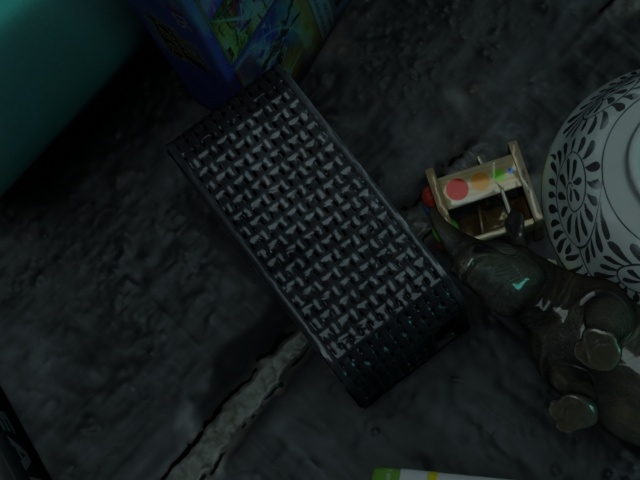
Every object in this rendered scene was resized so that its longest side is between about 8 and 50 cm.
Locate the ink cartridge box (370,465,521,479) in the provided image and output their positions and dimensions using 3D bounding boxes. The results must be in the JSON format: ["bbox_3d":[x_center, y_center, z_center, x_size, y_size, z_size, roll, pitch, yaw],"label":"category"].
[{"bbox_3d":[0.143,0.231,0.767,0.255,0.097,0.189,3,55,12],"label":"ink cartridge box"}]

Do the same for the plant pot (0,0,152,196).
[{"bbox_3d":[-0.199,-0.207,0.866,0.293,0.293,0.235,43,71,14],"label":"plant pot"}]

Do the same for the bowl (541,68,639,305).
[{"bbox_3d":[0.216,-0.038,0.866,0.170,0.080,0.170,-2,76,7],"label":"bowl"}]

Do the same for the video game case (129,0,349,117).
[{"bbox_3d":[-0.015,-0.209,0.838,0.061,0.269,0.244,29,82,13],"label":"video game case"}]

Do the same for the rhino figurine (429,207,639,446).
[{"bbox_3d":[0.155,0.061,0.824,0.243,0.106,0.073,38,113,0],"label":"rhino figurine"}]

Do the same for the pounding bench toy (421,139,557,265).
[{"bbox_3d":[0.101,-0.007,0.888,0.065,0.052,0.083,-18,76,3],"label":"pounding bench toy"}]

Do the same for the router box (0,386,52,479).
[{"bbox_3d":[-0.301,0.159,0.888,0.243,0.081,0.309,-33,75,-1],"label":"router box"}]

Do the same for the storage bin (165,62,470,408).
[{"bbox_3d":[0.000,0.000,0.864,0.084,0.122,0.180,-36,75,-2],"label":"storage bin"}]
